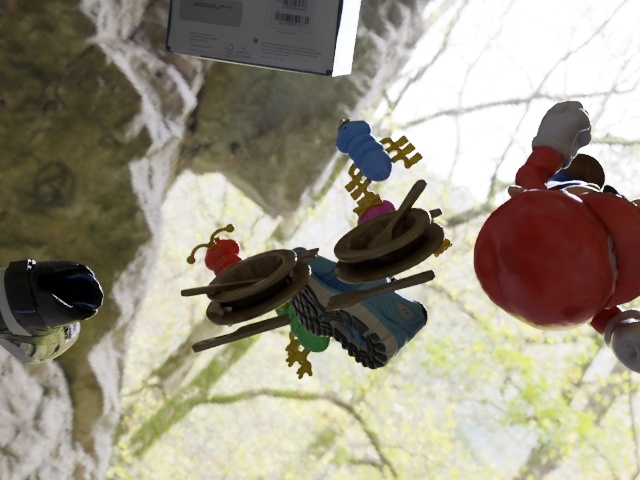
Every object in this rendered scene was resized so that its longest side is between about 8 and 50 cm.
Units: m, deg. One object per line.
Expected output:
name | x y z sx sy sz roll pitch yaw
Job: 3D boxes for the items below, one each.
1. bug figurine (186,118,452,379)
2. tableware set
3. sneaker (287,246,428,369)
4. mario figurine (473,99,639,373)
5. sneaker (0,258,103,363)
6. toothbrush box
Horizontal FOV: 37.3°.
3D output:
bug figurine | 0.000 0.000 0.967 0.216 0.279 0.072 51 5 40
tableware set | -0.004 0.012 0.707 0.128 0.194 0.039 -69 138 -65
sneaker | 0.027 0.048 0.790 0.162 0.073 0.063 35 -38 45
mario figurine | 0.249 -0.008 0.829 0.198 0.170 0.320 31 17 11
sneaker | -0.265 0.074 0.965 0.121 0.079 0.217 -10 -16 10
toothbrush box | -0.065 -0.299 1.288 0.216 0.126 0.295 9 10 5
